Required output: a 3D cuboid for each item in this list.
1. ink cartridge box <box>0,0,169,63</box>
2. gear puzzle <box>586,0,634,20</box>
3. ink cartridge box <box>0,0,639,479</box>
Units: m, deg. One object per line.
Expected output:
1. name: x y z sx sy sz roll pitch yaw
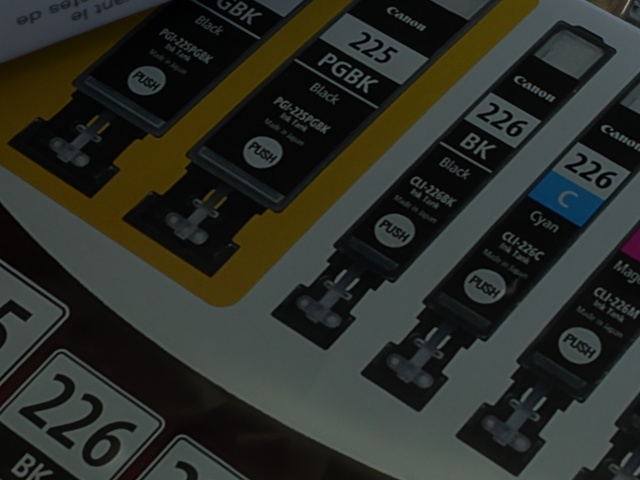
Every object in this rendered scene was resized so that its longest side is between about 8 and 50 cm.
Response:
1. ink cartridge box: -0.100 -0.137 0.462 0.234 0.088 0.193 -22 55 -14
2. gear puzzle: 0.037 -0.085 0.660 0.339 0.044 0.175 19 55 15
3. ink cartridge box: 0.000 0.000 0.491 0.309 0.130 0.272 32 60 22
